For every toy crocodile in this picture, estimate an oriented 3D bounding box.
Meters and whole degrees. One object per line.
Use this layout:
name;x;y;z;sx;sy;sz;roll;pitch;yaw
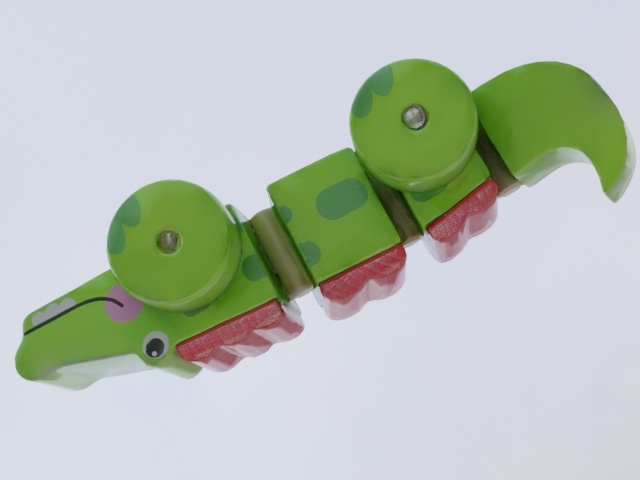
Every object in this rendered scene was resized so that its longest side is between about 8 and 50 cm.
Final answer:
toy crocodile;0.000;0.000;0.687;0.340;0.105;0.115;-27;-16;1
